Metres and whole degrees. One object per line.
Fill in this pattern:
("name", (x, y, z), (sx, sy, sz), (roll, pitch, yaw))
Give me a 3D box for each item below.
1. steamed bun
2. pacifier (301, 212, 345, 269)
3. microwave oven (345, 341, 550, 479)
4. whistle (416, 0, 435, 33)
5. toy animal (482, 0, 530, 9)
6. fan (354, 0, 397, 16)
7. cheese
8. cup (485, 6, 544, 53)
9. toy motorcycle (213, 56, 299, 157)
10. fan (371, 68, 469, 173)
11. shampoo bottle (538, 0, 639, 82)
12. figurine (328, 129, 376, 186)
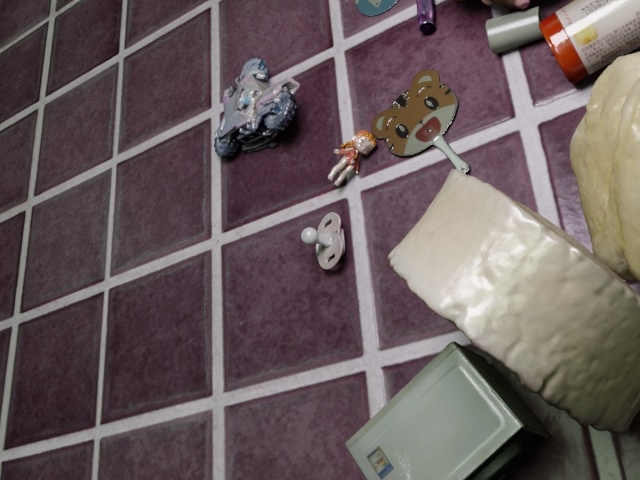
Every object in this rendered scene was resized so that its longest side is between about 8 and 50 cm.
("steamed bun", (0.455, -0.121, 0.816), (0.372, 0.230, 0.325), (-28, 53, 1))
("pacifier", (0.000, 0.000, 1.222), (0.081, 0.078, 0.099), (-36, 51, 45))
("microwave oven", (0.165, 0.261, 0.954), (0.205, 0.129, 0.163), (-45, 53, 11))
("whistle", (0.185, -0.445, 1.310), (0.033, 0.033, 0.177), (-14, 63, 31))
("toy animal", (0.260, -0.442, 1.151), (0.247, 0.165, 0.149), (11, 104, 20))
("fan", (0.107, -0.502, 1.408), (0.113, 0.005, 0.176), (-28, 58, 24))
("cheese", (0.254, 0.071, 0.867), (0.153, 0.332, 0.292), (-51, 24, 6))
("cup", (0.313, -0.336, 1.167), (0.083, 0.075, 0.055), (-10, 106, 29))
("toy motorcycle", (-0.123, -0.277, 1.409), (0.239, 0.108, 0.204), (-7, 66, 33))
("fan", (0.182, -0.181, 1.213), (0.152, 0.008, 0.227), (-43, 51, 12))
("shampoo bottle", (0.453, -0.334, 1.021), (0.278, 0.104, 0.104), (-29, 56, 22))
("figurine", (0.051, -0.143, 1.261), (0.109, 0.064, 0.047), (-52, 28, -6))
